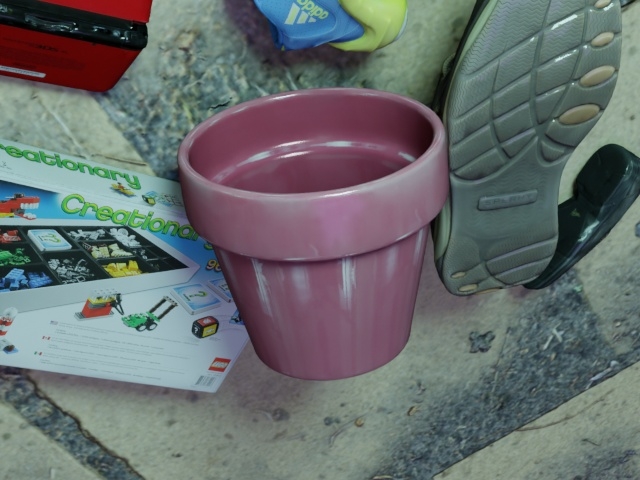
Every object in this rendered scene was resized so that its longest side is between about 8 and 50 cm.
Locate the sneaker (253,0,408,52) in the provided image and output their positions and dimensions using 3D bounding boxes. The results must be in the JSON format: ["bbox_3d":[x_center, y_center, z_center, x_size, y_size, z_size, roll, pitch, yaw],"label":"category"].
[{"bbox_3d":[-0.005,-0.220,0.775,0.126,0.091,0.240,-17,135,-8],"label":"sneaker"}]

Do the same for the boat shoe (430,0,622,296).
[{"bbox_3d":[0.139,-0.105,0.917,0.132,0.130,0.355,-6,138,-14],"label":"boat shoe"}]

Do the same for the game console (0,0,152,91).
[{"bbox_3d":[-0.196,-0.175,0.787,0.144,0.085,0.124,8,157,-28],"label":"game console"}]

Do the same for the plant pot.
[{"bbox_3d":[0.000,0.000,0.873,0.201,0.201,0.180,-13,120,-13],"label":"plant pot"}]

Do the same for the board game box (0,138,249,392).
[{"bbox_3d":[-0.185,0.031,0.948,0.305,0.053,0.193,14,122,-33],"label":"board game box"}]

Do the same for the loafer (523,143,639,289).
[{"bbox_3d":[0.259,-0.014,1.099,0.061,0.062,0.170,15,124,-39],"label":"loafer"}]
